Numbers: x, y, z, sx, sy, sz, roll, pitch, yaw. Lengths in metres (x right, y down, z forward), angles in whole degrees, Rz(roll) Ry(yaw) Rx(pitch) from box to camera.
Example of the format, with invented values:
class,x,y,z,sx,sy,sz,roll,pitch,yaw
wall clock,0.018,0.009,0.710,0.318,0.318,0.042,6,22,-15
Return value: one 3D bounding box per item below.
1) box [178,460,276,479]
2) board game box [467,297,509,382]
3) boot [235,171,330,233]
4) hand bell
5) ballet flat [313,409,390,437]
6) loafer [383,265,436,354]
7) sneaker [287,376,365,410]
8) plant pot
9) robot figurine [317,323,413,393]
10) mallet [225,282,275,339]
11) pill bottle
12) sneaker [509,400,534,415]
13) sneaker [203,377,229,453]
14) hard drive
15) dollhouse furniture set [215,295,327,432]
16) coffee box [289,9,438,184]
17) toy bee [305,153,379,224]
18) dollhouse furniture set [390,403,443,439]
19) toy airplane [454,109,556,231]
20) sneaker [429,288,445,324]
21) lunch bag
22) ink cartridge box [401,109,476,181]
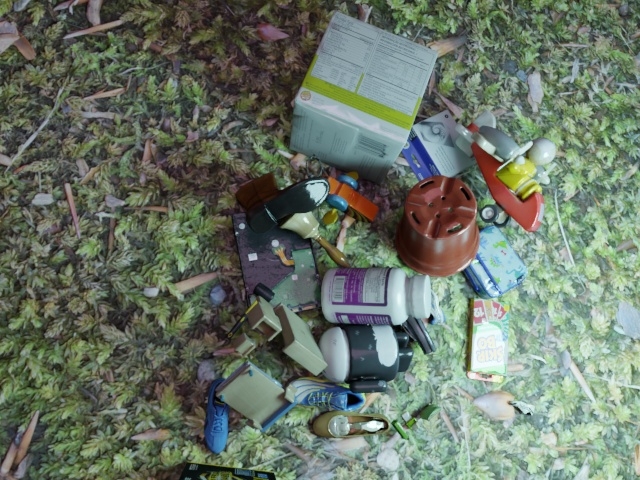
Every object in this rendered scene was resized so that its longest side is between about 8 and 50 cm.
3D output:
class,x,y,z,sx,sy,sz,roll,pitch,yaw
box,-0.238,0.648,1.324,0.257,0.322,0.079,12,76,-6
board game box,0.545,0.324,1.682,0.124,0.039,0.259,9,78,-6
boot,-0.119,-0.144,1.561,0.264,0.280,0.096,-36,118,2
hand bell,0.000,0.000,1.584,0.242,0.126,0.126,46,74,-10
ballet flat,0.096,0.543,1.533,0.233,0.073,0.080,-1,79,-9
loafer,0.252,0.230,1.632,0.095,0.109,0.302,-29,76,5
sneaker,0.021,0.449,1.516,0.240,0.126,0.091,6,76,-8
plant pot,0.361,-0.053,1.581,0.273,0.265,0.272,-3,70,9
robot figurine,0.128,0.338,1.540,0.279,0.209,0.173,-1,94,-10
mallet,-0.219,0.205,1.520,0.190,0.039,0.062,-44,89,-12
pill bottle,0.167,0.163,1.530,0.302,0.169,0.169,-1,75,20
sneaker,0.641,0.533,1.647,0.083,0.032,0.036,17,74,-5
sneaker,-0.294,0.500,1.476,0.069,0.082,0.209,5,77,-10
hard drive,-0.133,0.064,1.615,0.237,0.064,0.338,-11,78,-12
dollhouse furniture set,-0.188,0.335,1.465,0.303,0.198,0.286,-43,118,5
coffee box,0.121,-0.433,1.631,0.339,0.337,0.334,21,74,-1
toy bee,0.045,-0.165,1.672,0.195,0.162,0.298,-41,111,-24
dollhouse furniture set,0.290,0.529,1.567,0.152,0.076,0.058,-35,85,-14
toy airplane,0.600,-0.258,1.646,0.384,0.273,0.386,50,34,-19
sneaker,0.352,0.209,1.668,0.058,0.052,0.135,-22,81,-9
lunch bag,0.560,0.076,1.715,0.176,0.090,0.218,-27,81,-12
ink cartridge box,0.405,-0.318,1.804,0.224,0.045,0.223,-29,83,-14
